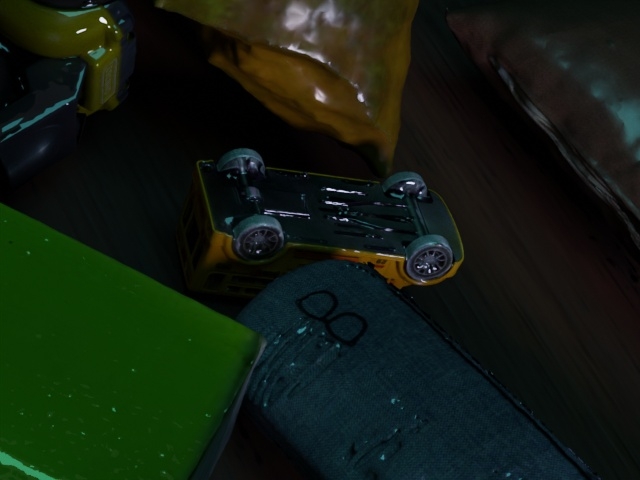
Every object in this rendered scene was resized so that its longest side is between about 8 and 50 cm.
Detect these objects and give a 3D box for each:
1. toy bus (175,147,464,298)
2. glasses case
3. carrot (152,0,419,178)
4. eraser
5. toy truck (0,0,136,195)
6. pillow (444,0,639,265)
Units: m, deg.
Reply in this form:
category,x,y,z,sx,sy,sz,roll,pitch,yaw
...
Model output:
category,x,y,z,sx,sy,sz,roll,pitch,yaw
toy bus,0.000,0.000,1.094,0.162,0.074,0.069,7,40,-23
glasses case,0.052,0.110,0.972,0.109,0.067,0.282,-39,51,-11
carrot,-0.033,-0.231,1.162,0.241,0.341,0.241,12,9,-2
eraser,-0.185,0.075,0.903,0.274,0.092,0.210,29,43,-2
toy truck,-0.215,-0.138,1.059,0.224,0.147,0.165,38,65,10
pillow,0.275,-0.076,1.304,0.305,0.108,0.308,-18,61,-42
